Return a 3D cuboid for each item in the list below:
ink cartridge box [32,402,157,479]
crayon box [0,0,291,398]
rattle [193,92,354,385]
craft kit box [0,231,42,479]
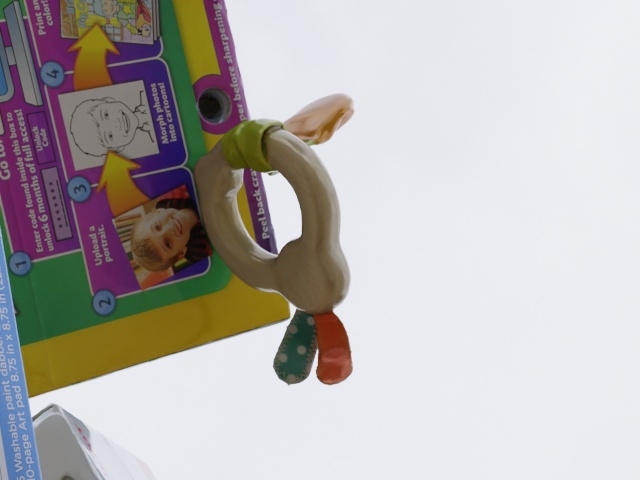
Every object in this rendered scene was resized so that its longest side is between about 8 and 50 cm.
[{"bbox_3d":[-0.119,0.166,0.782,0.063,0.150,0.109,-36,-115,-1],"label":"ink cartridge box"},{"bbox_3d":[-0.210,-0.075,1.066,0.313,0.106,0.362,-15,-85,-33],"label":"crayon box"},{"bbox_3d":[0.000,0.000,1.067,0.130,0.143,0.199,-34,-96,25],"label":"rattle"},{"bbox_3d":[-0.214,0.063,0.491,0.061,0.247,0.249,-22,-107,35],"label":"craft kit box"}]
